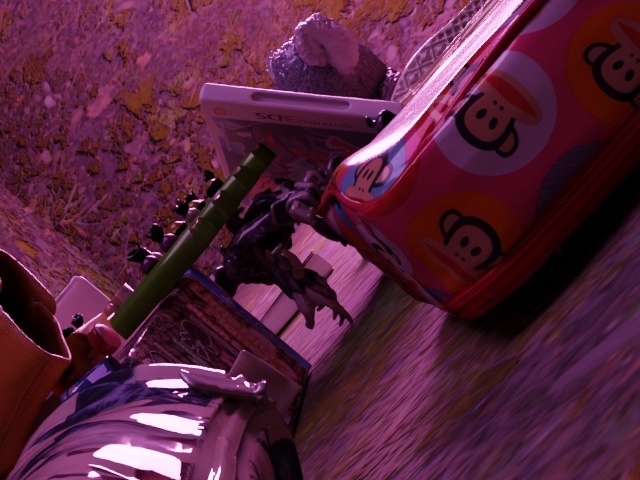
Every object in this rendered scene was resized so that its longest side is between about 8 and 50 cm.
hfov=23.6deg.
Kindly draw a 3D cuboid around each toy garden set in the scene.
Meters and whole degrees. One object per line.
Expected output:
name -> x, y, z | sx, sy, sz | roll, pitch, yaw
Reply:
toy garden set -> -0.144, 0.018, 1.313 | 0.204, 0.049, 0.244 | -48, 5, 22

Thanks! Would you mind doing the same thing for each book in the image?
book -> -0.045, 0.082, 1.868 | 0.144, 0.035, 0.096 | -52, 0, -9

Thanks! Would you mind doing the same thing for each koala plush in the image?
koala plush -> 0.041, -0.141, 1.608 | 0.203, 0.221, 0.196 | -50, 4, -11

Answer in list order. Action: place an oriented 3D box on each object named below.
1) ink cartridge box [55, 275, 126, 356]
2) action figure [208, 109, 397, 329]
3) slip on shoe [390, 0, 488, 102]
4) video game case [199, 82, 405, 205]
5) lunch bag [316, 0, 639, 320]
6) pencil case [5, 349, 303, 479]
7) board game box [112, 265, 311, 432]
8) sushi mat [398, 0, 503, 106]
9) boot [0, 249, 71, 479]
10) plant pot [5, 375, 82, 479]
ink cartridge box -> -0.234, 0.161, 1.778 | 0.129, 0.223, 0.307 | -51, 4, -7
action figure -> 0.000, 0.000, 1.367 | 0.275, 0.141, 0.164 | -34, 17, 47
slip on shoe -> 0.179, -0.187, 1.493 | 0.331, 0.123, 0.101 | -57, -32, -5
video game case -> -0.007, -0.077, 1.423 | 0.201, 0.183, 0.023 | 76, -157, -63
lunch bag -> 0.121, -0.082, 0.898 | 0.258, 0.120, 0.293 | -49, 3, -1
pencil case -> -0.080, 0.148, 0.676 | 0.183, 0.160, 0.410 | -64, 4, 1
board game box -> -0.143, 0.177, 1.225 | 0.232, 0.141, 0.291 | -49, 4, 11
sushi mat -> 0.205, -0.209, 1.391 | 0.316, 0.019, 0.151 | -49, 40, 4
boot -> -0.324, 0.092, 1.289 | 0.104, 0.295, 0.211 | 21, -76, -51
plant pot -> -0.398, 0.224, 1.511 | 0.334, 0.305, 0.334 | 19, -90, -73
